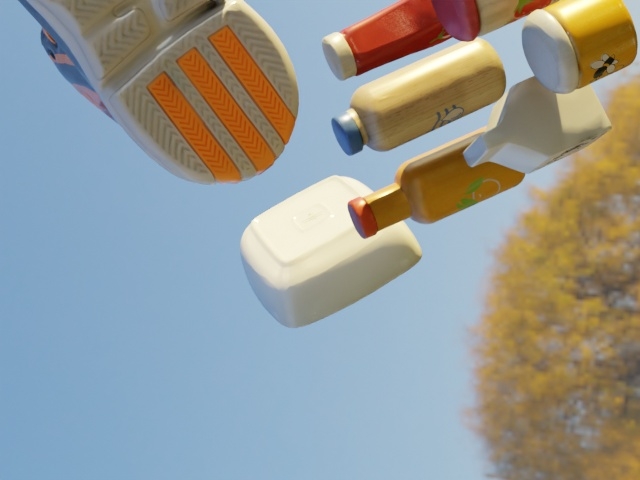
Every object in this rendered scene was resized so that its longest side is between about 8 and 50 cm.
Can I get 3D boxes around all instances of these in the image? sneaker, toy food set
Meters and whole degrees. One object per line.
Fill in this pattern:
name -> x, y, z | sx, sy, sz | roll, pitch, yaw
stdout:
sneaker -> -0.145, -0.165, 0.720 | 0.124, 0.180, 0.321 | -34, -76, -12
toy food set -> 0.065, -0.075, 0.658 | 0.111, 0.104, 0.232 | 64, 170, 5

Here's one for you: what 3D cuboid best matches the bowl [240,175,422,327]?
bowl -> 0.000, 0.000, 1.109 | 0.053, 0.142, 0.142 | 65, 171, -32
